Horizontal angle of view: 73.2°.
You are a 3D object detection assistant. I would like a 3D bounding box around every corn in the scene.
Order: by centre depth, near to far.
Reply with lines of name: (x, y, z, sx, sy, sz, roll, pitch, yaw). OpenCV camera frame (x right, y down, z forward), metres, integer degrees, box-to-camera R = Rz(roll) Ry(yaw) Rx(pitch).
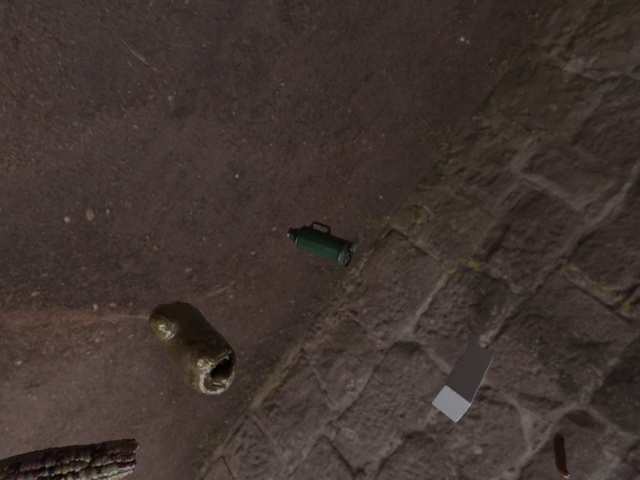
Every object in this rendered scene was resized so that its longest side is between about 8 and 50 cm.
corn: (-0.495, 0.443, 0.829, 0.281, 0.092, 0.092, -6, 135, -12)

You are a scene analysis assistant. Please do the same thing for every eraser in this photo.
eraser: (0.410, 0.388, 1.221, 0.298, 0.078, 0.076, -19, 139, -56)

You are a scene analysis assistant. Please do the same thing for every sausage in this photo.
sausage: (0.799, 0.715, 1.433, 0.042, 0.036, 0.158, -20, -162, 28)

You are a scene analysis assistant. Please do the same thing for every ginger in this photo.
ginger: (-0.308, 0.244, 1.024, 0.130, 0.276, 0.221, -44, 118, -17)

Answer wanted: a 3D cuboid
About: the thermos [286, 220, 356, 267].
thermos: (-0.002, 0.004, 1.179, 0.073, 0.188, 0.083, -42, 148, -59)
